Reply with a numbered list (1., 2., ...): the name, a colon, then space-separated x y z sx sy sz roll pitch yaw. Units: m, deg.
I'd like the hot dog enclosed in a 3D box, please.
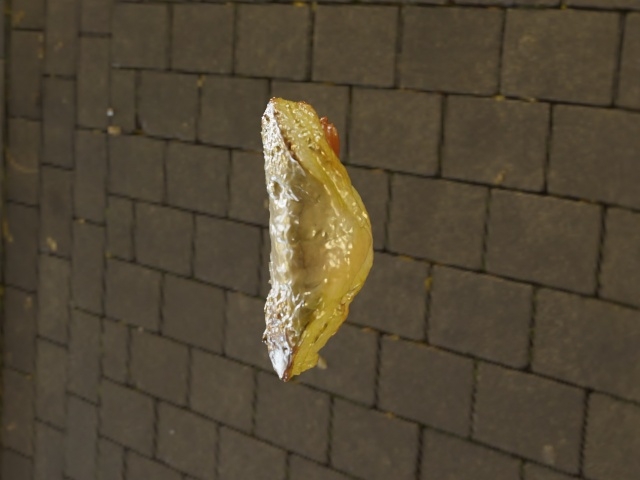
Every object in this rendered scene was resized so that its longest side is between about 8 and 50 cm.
1. hot dog: 0.001 0.000 0.703 0.078 0.061 0.169 -158 66 -64
